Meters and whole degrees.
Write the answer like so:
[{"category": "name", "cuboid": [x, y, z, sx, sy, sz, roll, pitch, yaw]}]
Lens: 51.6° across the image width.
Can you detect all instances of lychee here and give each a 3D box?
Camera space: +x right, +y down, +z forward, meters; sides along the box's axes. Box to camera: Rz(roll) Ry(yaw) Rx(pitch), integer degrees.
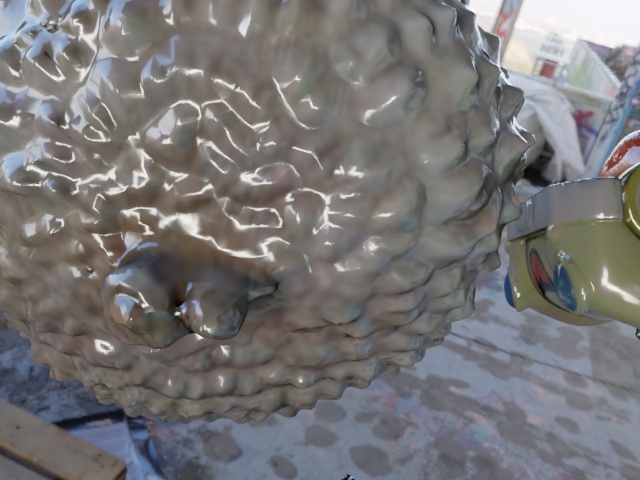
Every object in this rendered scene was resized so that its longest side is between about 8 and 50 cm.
[{"category": "lychee", "cuboid": [-0.049, -0.060, 0.485, 0.380, 0.381, 0.432, 15, 28, -1]}]

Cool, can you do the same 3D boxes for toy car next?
[{"category": "toy car", "cuboid": [0.362, 0.047, 0.629, 0.335, 0.227, 0.242, -2, -5, 2]}]

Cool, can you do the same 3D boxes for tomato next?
[{"category": "tomato", "cuboid": [0.533, -0.112, 1.135, 0.082, 0.174, 0.166, 21, 22, -11]}]

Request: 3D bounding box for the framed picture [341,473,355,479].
[{"category": "framed picture", "cuboid": [0.054, 0.357, 0.674, 0.199, 0.010, 0.195, 47, 29, 13]}]
